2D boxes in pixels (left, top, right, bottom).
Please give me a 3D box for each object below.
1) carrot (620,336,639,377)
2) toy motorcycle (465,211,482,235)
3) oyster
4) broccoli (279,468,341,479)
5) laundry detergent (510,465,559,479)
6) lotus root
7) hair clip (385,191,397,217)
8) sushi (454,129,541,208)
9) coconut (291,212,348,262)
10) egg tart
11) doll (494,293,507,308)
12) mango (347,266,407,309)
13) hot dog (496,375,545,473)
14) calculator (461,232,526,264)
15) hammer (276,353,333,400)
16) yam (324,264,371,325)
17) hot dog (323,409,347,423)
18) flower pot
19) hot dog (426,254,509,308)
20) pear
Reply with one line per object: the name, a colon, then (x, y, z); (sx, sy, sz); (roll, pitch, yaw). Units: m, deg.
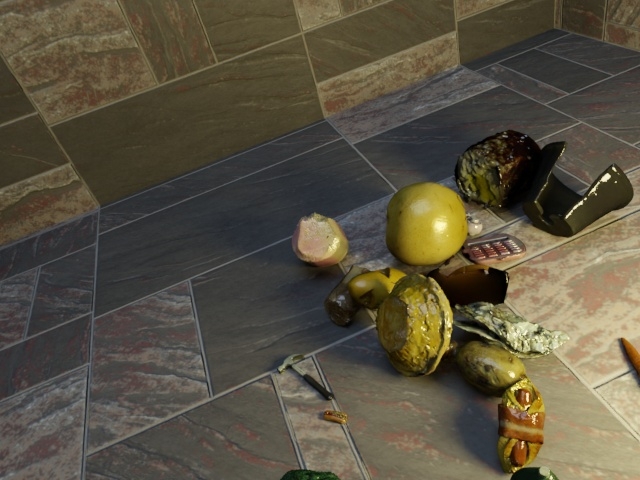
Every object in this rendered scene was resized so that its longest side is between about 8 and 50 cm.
carrot: (0.939, 0.361, 1.472); (0.048, 0.048, 0.216); (-13, 33, 6)
toy motorcycle: (0.595, -0.095, 2.145); (0.113, 0.112, 0.254); (-32, 38, -18)
oyster: (0.598, 0.287, 1.594); (0.351, 0.158, 0.162); (12, 28, 34)
broccoli: (-0.026, 0.724, 1.248); (0.298, 0.297, 0.297); (-21, 59, -4)
laundry detergent: (0.522, 0.598, 1.201); (0.137, 0.210, 0.063); (16, 50, 38)
lotus root: (0.493, 0.379, 1.538); (0.278, 0.153, 0.154); (17, 49, 38)
hair clip: (0.380, -0.144, 2.310); (0.159, 0.071, 0.218); (-7, 43, 11)
sushi: (0.768, -0.310, 2.172); (0.294, 0.281, 0.300); (-31, 32, -22)
coconut: (0.000, 0.000, 2.150); (0.234, 0.245, 0.232); (-2, 82, 13)
egg tart: (0.280, 0.274, 1.629); (0.132, 0.341, 0.341); (9, 25, -32)
doll: (0.620, 0.222, 1.781); (0.125, 0.027, 0.037); (-37, 42, -23)
mango: (0.226, 0.180, 1.850); (0.262, 0.130, 0.167); (-3, 61, -27)
hot dog: (0.544, 0.494, 1.352); (0.123, 0.093, 0.261); (6, 68, 11)
calculator: (0.651, 0.037, 1.892); (0.220, 0.048, 0.329); (-10, 10, 10)
hammer: (-0.039, 0.475, 1.735); (0.103, 0.029, 0.246); (-40, 44, -25)
yam: (0.116, 0.205, 1.931); (0.238, 0.128, 0.129); (-47, 2, -33)
hot dog: (0.047, 0.561, 1.596); (0.084, 0.021, 0.037); (0, 42, 24)
flower pot: (0.950, -0.162, 1.932); (0.251, 0.379, 0.379); (-50, 44, -6)
hot dog: (0.536, 0.151, 1.791); (0.107, 0.193, 0.326); (-6, 13, -43)
pear: (0.414, -0.065, 1.977); (0.349, 0.348, 0.348); (-11, 38, 9)
